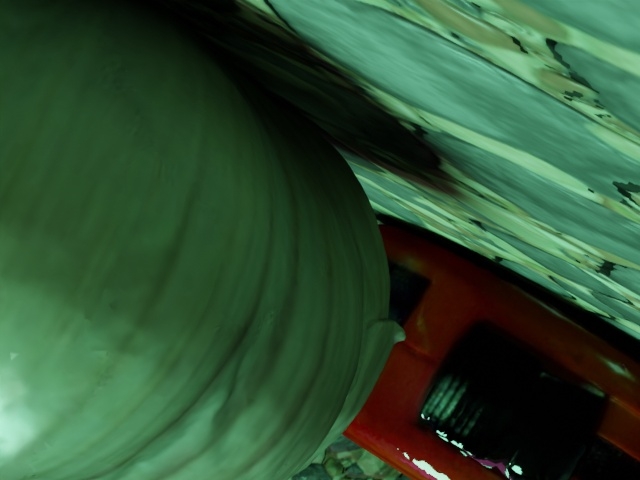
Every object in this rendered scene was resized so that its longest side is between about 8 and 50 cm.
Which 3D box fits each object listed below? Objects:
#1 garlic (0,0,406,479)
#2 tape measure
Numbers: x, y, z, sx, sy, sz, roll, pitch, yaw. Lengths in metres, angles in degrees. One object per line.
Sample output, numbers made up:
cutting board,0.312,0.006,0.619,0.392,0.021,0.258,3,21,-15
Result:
garlic,-0.126,-0.004,0.710,0.322,0.241,0.322,29,-161,-11
tape measure,0.106,0.092,0.998,0.260,0.114,0.253,34,176,-19
